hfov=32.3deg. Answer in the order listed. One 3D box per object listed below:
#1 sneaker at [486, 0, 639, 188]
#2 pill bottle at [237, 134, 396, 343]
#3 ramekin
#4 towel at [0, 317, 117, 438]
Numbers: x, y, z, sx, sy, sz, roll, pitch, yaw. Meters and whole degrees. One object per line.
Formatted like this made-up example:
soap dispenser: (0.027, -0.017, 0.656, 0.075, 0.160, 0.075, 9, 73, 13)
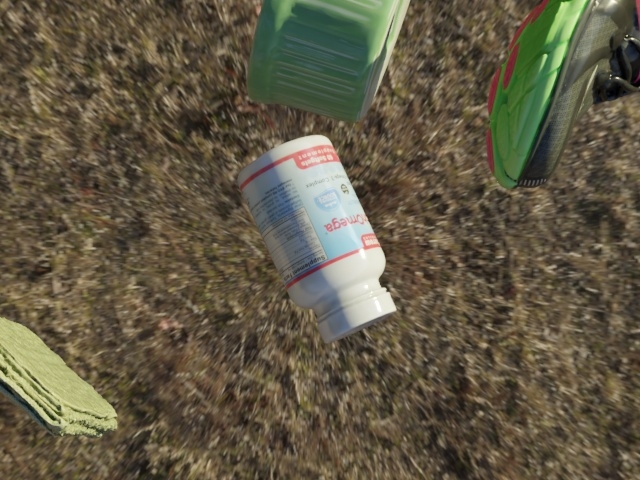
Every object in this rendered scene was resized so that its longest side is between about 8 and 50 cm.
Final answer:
sneaker: (0.358, -0.249, 1.268, 0.202, 0.185, 0.482, 36, 79, -2)
pill bottle: (0.000, 0.000, 0.920, 0.087, 0.087, 0.160, -25, 82, -1)
ramekin: (0.027, -0.298, 1.413, 0.148, 0.303, 0.303, 20, 89, 3)
towel: (-0.189, 0.089, 0.722, 0.110, 0.148, 0.027, 42, 85, 9)
